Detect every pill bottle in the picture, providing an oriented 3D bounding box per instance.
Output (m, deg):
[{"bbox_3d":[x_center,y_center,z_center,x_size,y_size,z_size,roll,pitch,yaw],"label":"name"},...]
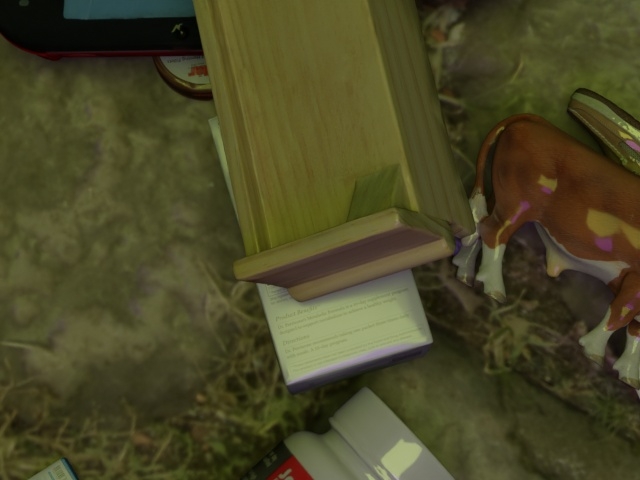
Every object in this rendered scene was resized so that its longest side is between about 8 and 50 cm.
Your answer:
[{"bbox_3d":[-0.020,0.268,1.288,0.283,0.161,0.161,-42,83,-4],"label":"pill bottle"}]

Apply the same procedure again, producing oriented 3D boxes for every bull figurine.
[{"bbox_3d":[0.261,0.010,1.321,0.310,0.101,0.188,32,90,24],"label":"bull figurine"}]

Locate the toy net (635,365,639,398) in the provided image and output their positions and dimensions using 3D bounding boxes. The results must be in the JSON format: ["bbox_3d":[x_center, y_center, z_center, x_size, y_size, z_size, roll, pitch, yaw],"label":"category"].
[{"bbox_3d":[0.368,0.182,1.352,0.232,0.045,0.122,34,97,8],"label":"toy net"}]

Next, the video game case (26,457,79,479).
[{"bbox_3d":[-0.275,0.293,1.366,0.166,0.015,0.119,-32,83,-3],"label":"video game case"}]

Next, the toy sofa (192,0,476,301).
[{"bbox_3d":[-0.004,-0.142,1.235,0.150,0.177,0.362,-18,77,22],"label":"toy sofa"}]

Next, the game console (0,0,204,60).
[{"bbox_3d":[-0.114,-0.334,1.385,0.386,0.060,0.342,1,83,10],"label":"game console"}]

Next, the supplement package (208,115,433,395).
[{"bbox_3d":[0.000,0.000,1.336,0.134,0.139,0.244,-16,81,-2],"label":"supplement package"}]

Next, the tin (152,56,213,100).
[{"bbox_3d":[-0.116,-0.229,1.425,0.106,0.040,0.190,-9,82,5],"label":"tin"}]

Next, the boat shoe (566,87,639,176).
[{"bbox_3d":[0.295,-0.062,1.378,0.190,0.068,0.072,39,101,8],"label":"boat shoe"}]
